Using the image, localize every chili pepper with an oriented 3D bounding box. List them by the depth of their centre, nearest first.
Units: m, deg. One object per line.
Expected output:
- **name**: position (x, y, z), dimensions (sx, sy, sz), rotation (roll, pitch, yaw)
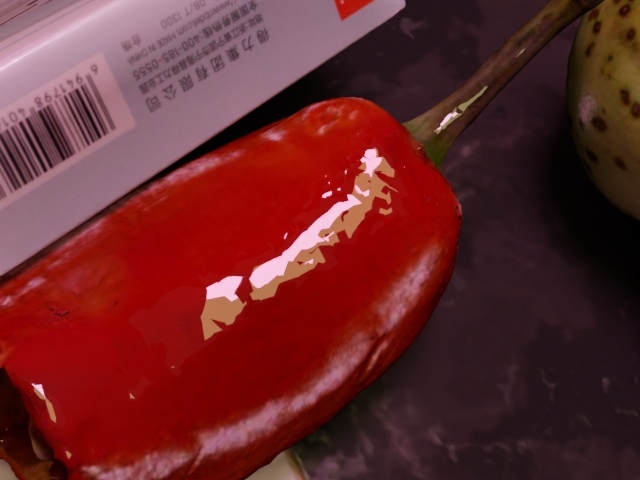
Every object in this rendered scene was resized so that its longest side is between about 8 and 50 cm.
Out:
- **chili pepper**: position (-0.002, 0.001, 0.549), dimensions (0.338, 0.135, 0.131), rotation (-36, 121, -24)

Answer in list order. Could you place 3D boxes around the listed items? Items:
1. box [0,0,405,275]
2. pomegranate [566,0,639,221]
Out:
- **box**: position (-0.096, -0.090, 0.559), dimensions (0.269, 0.135, 0.079), rotation (-37, 119, -28)
- **pomegranate**: position (0.241, -0.044, 0.637), dimensions (0.222, 0.276, 0.204), rotation (6, 23, 7)
